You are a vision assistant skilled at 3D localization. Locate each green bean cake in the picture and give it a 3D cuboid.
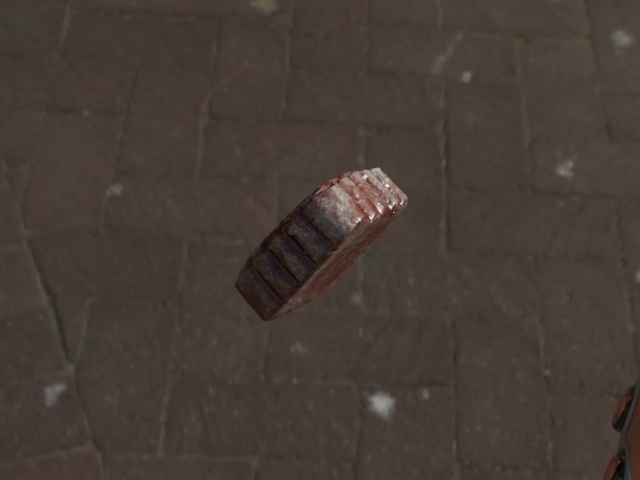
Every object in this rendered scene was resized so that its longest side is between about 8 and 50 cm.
[{"bbox_3d":[0.000,0.000,1.236,0.056,0.135,0.136,49,26,8],"label":"green bean cake"}]

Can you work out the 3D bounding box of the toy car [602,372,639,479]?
[{"bbox_3d":[0.474,0.232,1.778,0.180,0.212,0.270,25,39,1],"label":"toy car"}]
